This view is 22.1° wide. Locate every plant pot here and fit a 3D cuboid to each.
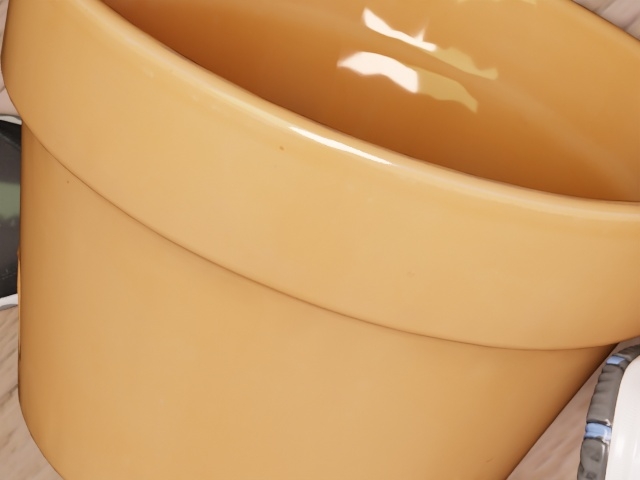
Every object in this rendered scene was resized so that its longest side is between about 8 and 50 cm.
[{"bbox_3d":[0.000,0.000,0.667,0.291,0.291,0.203,30,116,21],"label":"plant pot"}]

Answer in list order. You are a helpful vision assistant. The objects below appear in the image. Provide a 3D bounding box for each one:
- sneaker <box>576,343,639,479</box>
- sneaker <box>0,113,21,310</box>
[{"bbox_3d":[0.170,0.072,0.613,0.081,0.211,0.080,13,104,30],"label":"sneaker"},{"bbox_3d":[-0.255,-0.019,0.839,0.283,0.124,0.107,4,90,23],"label":"sneaker"}]
